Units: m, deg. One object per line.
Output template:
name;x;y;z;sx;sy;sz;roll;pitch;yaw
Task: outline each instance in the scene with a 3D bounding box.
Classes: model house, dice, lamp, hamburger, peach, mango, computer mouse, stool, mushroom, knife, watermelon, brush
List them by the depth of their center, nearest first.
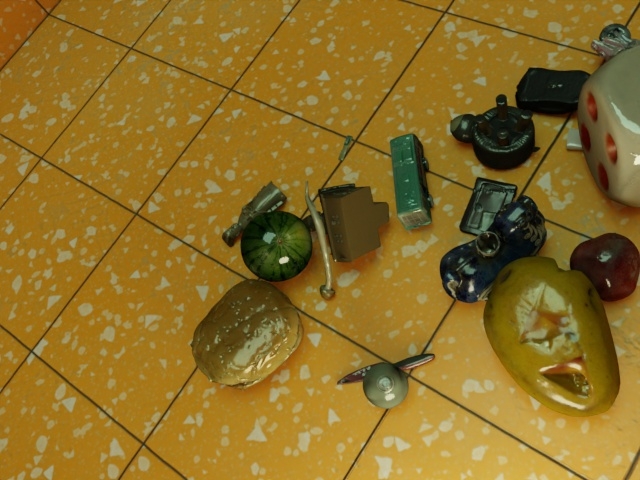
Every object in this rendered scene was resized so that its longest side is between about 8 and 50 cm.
mango;0.501;0.205;1.531;0.253;0.182;0.365;-32;68;13
dice;0.765;-0.255;1.577;0.304;0.304;0.277;-16;66;6
peach;0.627;0.056;1.577;0.152;0.152;0.152;-9;61;16
lamp;0.150;0.333;1.633;0.105;0.105;0.105;-9;61;16
knife;0.153;0.304;1.697;0.247;0.018;0.035;-17;62;13
hamburger;-0.189;0.237;1.788;0.259;0.144;0.283;36;82;32
mushroom;-0.002;0.001;1.797;0.068;0.043;0.306;0;103;47
stool;0.443;-0.275;1.821;0.228;0.139;0.153;-1;62;17
watermelon;-0.114;0.017;1.850;0.188;0.215;0.188;1;81;-7
computer mouse;0.615;-0.388;1.854;0.217;0.073;0.122;14;76;35
model house;0.042;-0.055;1.871;0.176;0.181;0.248;-21;16;-37
brush;0.070;-0.265;2.029;0.016;0.013;0.084;14;71;24

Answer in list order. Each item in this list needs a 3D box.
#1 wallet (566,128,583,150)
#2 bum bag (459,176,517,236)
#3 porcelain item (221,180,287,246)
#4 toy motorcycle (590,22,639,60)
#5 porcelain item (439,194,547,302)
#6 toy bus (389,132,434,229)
wallet;0.683;-0.251;1.786;0.122;0.025;0.061;7;69;24
bum bag;0.423;-0.081;1.798;0.109;0.026;0.159;18;76;27
porcelain item;-0.194;-0.072;2.002;0.213;0.054;0.084;-43;56;-4
toy motorcycle;0.761;-0.420;1.796;0.204;0.108;0.239;-40;57;-3
porcelain item;0.400;0.024;1.648;0.288;0.186;0.138;-38;62;3
toy bus;0.236;-0.158;1.859;0.091;0.109;0.262;-15;58;19
